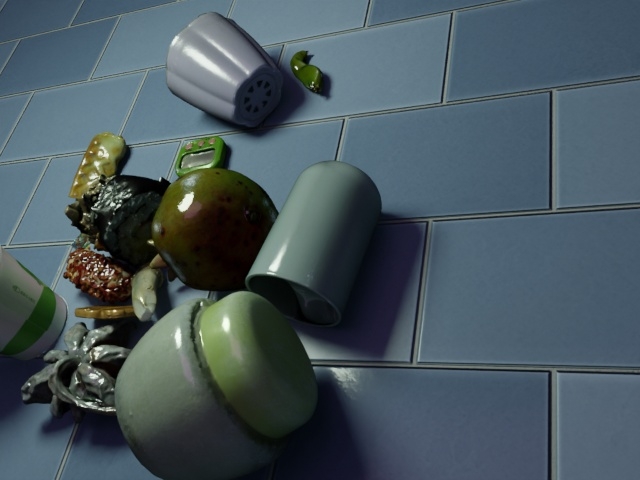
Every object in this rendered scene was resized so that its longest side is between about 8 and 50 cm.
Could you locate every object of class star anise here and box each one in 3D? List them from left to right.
[{"bbox_3d":[-0.496,0.274,1.470,0.359,0.139,0.316,-24,49,-3],"label":"star anise"}]

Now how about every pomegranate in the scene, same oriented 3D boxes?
[{"bbox_3d":[-0.236,-0.019,1.492,0.291,0.290,0.323,-59,19,-20],"label":"pomegranate"}]

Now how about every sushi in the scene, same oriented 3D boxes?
[{"bbox_3d":[-0.482,-0.061,1.643,0.218,0.239,0.225,17,48,40],"label":"sushi"}]

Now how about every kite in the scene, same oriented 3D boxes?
[{"bbox_3d":[-0.639,-0.001,1.818,0.090,0.004,0.122,-25,50,7],"label":"kite"}]

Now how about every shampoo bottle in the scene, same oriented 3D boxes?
[{"bbox_3d":[-0.191,0.266,1.206,0.317,0.322,0.322,-29,49,12],"label":"shampoo bottle"}]

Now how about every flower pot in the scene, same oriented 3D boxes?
[{"bbox_3d":[-0.241,-0.439,1.788,0.265,0.265,0.243,-46,60,-10],"label":"flower pot"}]

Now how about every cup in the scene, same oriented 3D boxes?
[{"bbox_3d":[-0.770,0.152,1.599,0.253,0.274,0.253,-14,52,19],"label":"cup"},{"bbox_3d":[0.000,0.000,1.384,0.205,0.205,0.312,8,59,30],"label":"cup"}]

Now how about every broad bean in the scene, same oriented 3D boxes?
[{"bbox_3d":[-0.035,-0.454,1.821,0.070,0.048,0.214,-28,47,6],"label":"broad bean"}]

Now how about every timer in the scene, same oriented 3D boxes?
[{"bbox_3d":[-0.318,-0.217,1.791,0.140,0.047,0.128,-9,52,20],"label":"timer"}]

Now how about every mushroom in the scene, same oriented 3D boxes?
[{"bbox_3d":[-0.400,0.118,1.530,0.084,0.071,0.209,-42,21,5],"label":"mushroom"}]

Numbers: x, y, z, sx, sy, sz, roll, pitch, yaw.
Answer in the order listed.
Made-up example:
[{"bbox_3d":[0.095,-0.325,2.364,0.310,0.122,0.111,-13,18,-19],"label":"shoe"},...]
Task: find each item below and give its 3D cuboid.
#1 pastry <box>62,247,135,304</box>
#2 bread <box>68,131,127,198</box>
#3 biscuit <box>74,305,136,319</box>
[{"bbox_3d":[-0.543,0.085,1.656,0.208,0.097,0.115,23,79,34],"label":"pastry"},{"bbox_3d":[-0.643,-0.212,1.923,0.128,0.088,0.232,4,64,37],"label":"bread"},{"bbox_3d":[-0.497,0.168,1.558,0.184,0.133,0.027,-2,91,24],"label":"biscuit"}]
